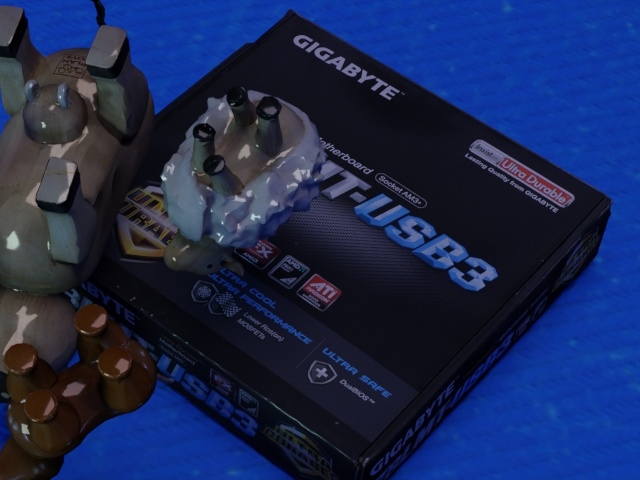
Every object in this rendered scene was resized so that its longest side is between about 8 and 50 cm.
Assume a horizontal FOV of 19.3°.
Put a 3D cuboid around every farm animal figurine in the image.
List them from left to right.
[{"bbox_3d":[-0.204,0.001,1.161,0.330,0.172,0.326,27,68,18],"label":"farm animal figurine"}]

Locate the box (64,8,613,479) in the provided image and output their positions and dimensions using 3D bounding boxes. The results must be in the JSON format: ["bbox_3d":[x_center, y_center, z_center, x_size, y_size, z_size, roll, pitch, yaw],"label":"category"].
[{"bbox_3d":[0.000,0.000,1.298,0.295,0.073,0.293,34,56,21],"label":"box"}]
